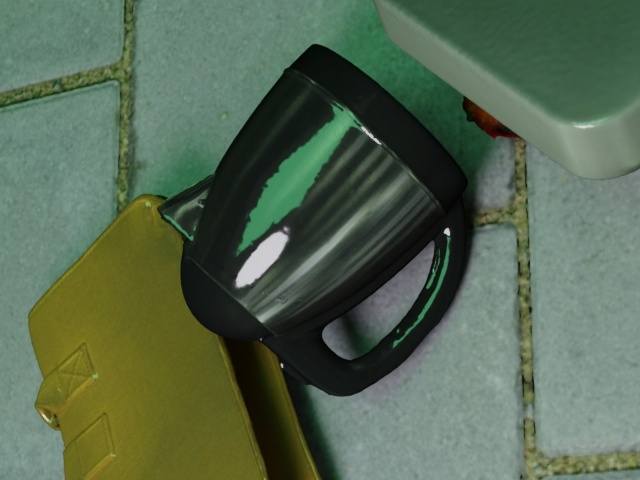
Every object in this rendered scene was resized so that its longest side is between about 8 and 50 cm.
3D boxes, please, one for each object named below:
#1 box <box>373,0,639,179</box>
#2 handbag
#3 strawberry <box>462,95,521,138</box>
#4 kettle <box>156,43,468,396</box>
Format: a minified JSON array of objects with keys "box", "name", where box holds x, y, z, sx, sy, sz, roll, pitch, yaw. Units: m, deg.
[{"box":[0.268,-0.242,1.507,0.367,0.090,0.373,-36,40,-8],"name":"box"},{"box":[-0.157,0.180,1.764,0.283,0.133,0.401,-36,59,27],"name":"handbag"},{"box":[0.209,-0.157,1.627,0.192,0.085,0.140,-11,79,42],"name":"strawberry"},{"box":[-0.012,-0.011,1.656,0.271,0.251,0.207,-47,43,-4],"name":"kettle"}]
